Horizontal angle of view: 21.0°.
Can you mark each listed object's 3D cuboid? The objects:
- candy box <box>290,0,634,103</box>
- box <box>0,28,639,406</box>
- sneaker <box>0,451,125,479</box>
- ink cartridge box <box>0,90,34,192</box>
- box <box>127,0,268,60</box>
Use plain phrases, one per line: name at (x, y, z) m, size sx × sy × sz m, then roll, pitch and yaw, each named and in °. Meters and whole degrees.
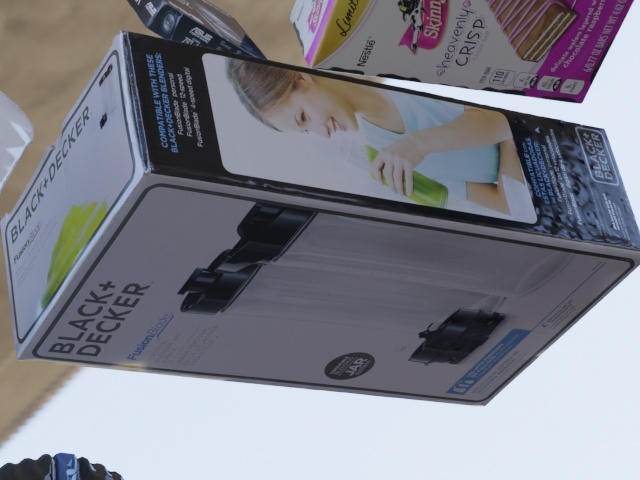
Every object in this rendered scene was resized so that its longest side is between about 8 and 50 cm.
candy box at (0.114, -0.193, 1.267) m, size 0.233 × 0.071 × 0.159 m, roll 5°, pitch -50°, yaw -22°
box at (0.000, 0.000, 0.894) m, size 0.290 × 0.087 × 0.169 m, roll 10°, pitch -38°, yaw -30°
sneaker at (-0.105, 0.102, 0.288) m, size 0.211 × 0.080 × 0.081 m, roll -7°, pitch -32°, yaw -51°
ink cartridge box at (-0.265, 0.041, 0.671) m, size 0.289 × 0.211 × 0.121 m, roll -41°, pitch -73°, yaw 19°
box at (-0.072, -0.122, 0.963) m, size 0.083 × 0.067 × 0.018 m, roll 28°, pitch -73°, yaw -38°
